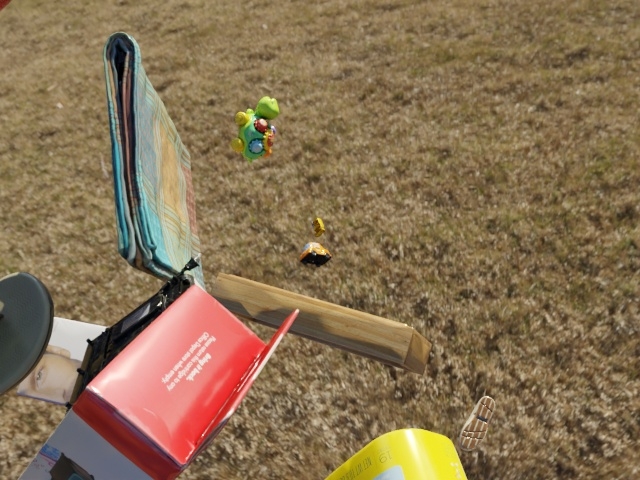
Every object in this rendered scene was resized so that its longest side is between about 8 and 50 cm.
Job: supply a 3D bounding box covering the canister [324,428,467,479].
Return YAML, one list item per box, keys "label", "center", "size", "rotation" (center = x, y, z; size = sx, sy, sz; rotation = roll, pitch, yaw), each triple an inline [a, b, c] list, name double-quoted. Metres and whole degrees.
- label: "canister"
  center: [0.048, 0.206, 0.330]
  size: [0.126, 0.073, 0.170]
  rotation: [-49, 34, 26]

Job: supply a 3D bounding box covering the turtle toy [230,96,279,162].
- label: "turtle toy"
  center: [-0.119, -0.211, 1.174]
  size: [0.066, 0.095, 0.130]
  rotation: [12, 91, 17]

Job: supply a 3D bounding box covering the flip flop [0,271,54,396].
- label: "flip flop"
  center: [-0.399, 0.132, 0.621]
  size: [0.277, 0.080, 0.112]
  rotation: [-36, 72, -25]

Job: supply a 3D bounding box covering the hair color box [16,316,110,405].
- label: "hair color box"
  center: [-0.480, 0.293, 1.379]
  size: [0.338, 0.110, 0.185]
  rotation: [7, 72, 14]

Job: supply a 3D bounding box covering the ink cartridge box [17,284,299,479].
- label: "ink cartridge box"
  center: [-0.124, 0.125, 0.437]
  size: [0.078, 0.231, 0.134]
  rotation: [41, 29, -3]

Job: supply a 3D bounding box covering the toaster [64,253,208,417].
- label: "toaster"
  center: [-0.177, 0.135, 0.698]
  size: [0.185, 0.110, 0.168]
  rotation: [-36, 24, 4]

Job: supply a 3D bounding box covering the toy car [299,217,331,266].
- label: "toy car"
  center: [0.000, 0.000, 1.091]
  size: [0.060, 0.122, 0.041]
  rotation: [-1, 55, -24]

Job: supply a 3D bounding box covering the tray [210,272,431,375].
- label: "tray"
  center: [0.002, 0.166, 1.231]
  size: [0.410, 0.203, 0.076]
  rotation: [13, 77, 23]

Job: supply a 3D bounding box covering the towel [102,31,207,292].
- label: "towel"
  center: [-0.209, -0.070, 0.832]
  size: [0.040, 0.370, 0.272]
  rotation: [-8, 78, -2]

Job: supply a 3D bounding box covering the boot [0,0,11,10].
- label: "boot"
  center: [-0.105, -0.192, 0.269]
  size: [0.244, 0.088, 0.176]
  rotation: [-25, 24, 39]

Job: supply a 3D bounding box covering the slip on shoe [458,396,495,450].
- label: "slip on shoe"
  center: [0.356, 0.420, 1.402]
  size: [0.051, 0.041, 0.135]
  rotation: [25, 65, 15]
